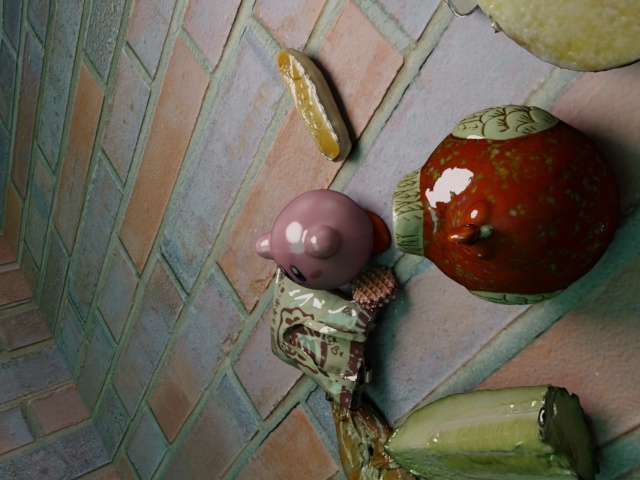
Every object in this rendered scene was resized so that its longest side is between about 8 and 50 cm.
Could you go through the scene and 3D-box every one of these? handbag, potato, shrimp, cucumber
[{"bbox_3d":[-0.007,0.163,1.111,0.235,0.127,0.212,27,117,42],"label":"handbag"},{"bbox_3d":[0.264,-0.323,0.642,0.299,0.116,0.239,52,137,-1],"label":"potato"},{"bbox_3d":[0.085,0.363,1.133,0.154,0.062,0.294,-28,84,37],"label":"shrimp"},{"bbox_3d":[0.235,0.289,0.901,0.145,0.105,0.325,48,141,-11],"label":"cucumber"}]

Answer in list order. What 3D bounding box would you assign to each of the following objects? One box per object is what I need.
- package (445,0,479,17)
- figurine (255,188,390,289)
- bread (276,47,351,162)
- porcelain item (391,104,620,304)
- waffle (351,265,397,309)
[{"bbox_3d":[0.204,-0.403,0.751,0.166,0.040,0.232,54,129,17],"label":"package"},{"bbox_3d":[0.000,0.000,1.016,0.173,0.173,0.173,19,117,44],"label":"figurine"},{"bbox_3d":[-0.004,-0.228,1.034,0.073,0.053,0.214,-37,77,53],"label":"bread"},{"bbox_3d":[0.202,-0.032,0.726,0.253,0.253,0.252,19,117,44],"label":"porcelain item"},{"bbox_3d":[0.087,0.075,1.015,0.075,0.083,0.029,-9,131,19],"label":"waffle"}]
